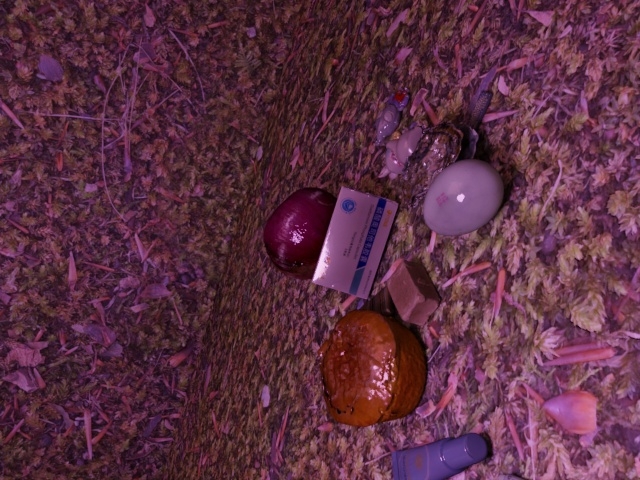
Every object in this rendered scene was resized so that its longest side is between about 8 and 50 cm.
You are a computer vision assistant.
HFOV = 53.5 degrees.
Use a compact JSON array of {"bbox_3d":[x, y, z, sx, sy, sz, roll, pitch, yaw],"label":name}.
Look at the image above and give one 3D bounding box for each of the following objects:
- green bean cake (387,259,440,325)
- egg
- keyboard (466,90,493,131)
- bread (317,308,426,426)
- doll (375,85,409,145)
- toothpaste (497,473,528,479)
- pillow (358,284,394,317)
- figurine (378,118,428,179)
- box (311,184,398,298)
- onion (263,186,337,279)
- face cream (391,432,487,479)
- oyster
[{"bbox_3d":[0.272,0.153,1.870,0.109,0.085,0.179,-62,28,29],"label":"green bean cake"},{"bbox_3d":[0.374,-0.108,1.691,0.264,0.183,0.182,129,146,-53],"label":"egg"},{"bbox_3d":[0.451,-0.351,1.859,0.176,0.014,0.055,-68,24,14],"label":"keyboard"},{"bbox_3d":[0.146,0.380,1.874,0.358,0.204,0.336,-1,73,60],"label":"bread"},{"bbox_3d":[0.248,-0.437,2.246,0.102,0.075,0.227,29,91,54],"label":"doll"},{"bbox_3d":[0.456,0.538,1.362,0.197,0.029,0.048,-1,77,60],"label":"toothpaste"},{"bbox_3d":[0.172,0.236,2.077,0.203,0.038,0.113,-48,37,44],"label":"pillow"},{"bbox_3d":[0.267,-0.288,2.069,0.235,0.127,0.155,-21,76,62],"label":"figurine"},{"bbox_3d":[0.114,0.006,2.134,0.065,0.200,0.343,-61,-12,-84],"label":"box"},{"bbox_3d":[0.000,0.000,2.295,0.385,0.348,0.347,28,104,29],"label":"onion"},{"bbox_3d":[0.285,0.572,1.631,0.385,0.087,0.135,131,144,-51],"label":"face cream"},{"bbox_3d":[0.334,-0.212,1.882,0.351,0.158,0.162,119,164,-49],"label":"oyster"}]
